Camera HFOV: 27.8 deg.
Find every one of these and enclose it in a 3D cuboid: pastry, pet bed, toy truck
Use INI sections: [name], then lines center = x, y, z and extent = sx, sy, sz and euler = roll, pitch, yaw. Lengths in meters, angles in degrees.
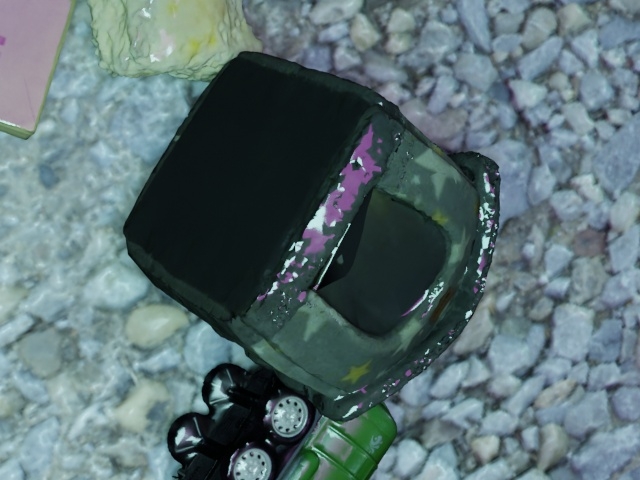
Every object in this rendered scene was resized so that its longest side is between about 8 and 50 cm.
[pastry]
center = -0.099, -0.227, 0.841
extent = 0.121, 0.089, 0.259
euler = -25, 115, -59
[pet bed]
center = 0.000, 0.000, 0.817
extent = 0.159, 0.211, 0.183
euler = 34, 85, -35
[toy truck]
center = -0.052, 0.185, 0.874
extent = 0.125, 0.101, 0.242
euler = 45, 73, -27

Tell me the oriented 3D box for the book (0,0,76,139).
[book]
center = -0.228, -0.200, 0.847
extent = 0.161, 0.026, 0.231
euler = 19, 83, -18
